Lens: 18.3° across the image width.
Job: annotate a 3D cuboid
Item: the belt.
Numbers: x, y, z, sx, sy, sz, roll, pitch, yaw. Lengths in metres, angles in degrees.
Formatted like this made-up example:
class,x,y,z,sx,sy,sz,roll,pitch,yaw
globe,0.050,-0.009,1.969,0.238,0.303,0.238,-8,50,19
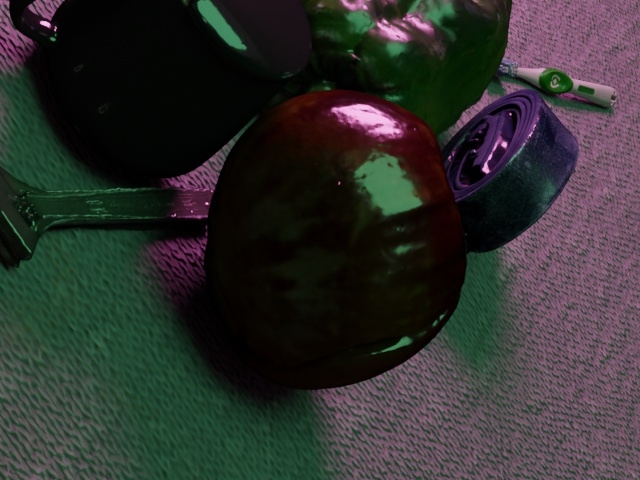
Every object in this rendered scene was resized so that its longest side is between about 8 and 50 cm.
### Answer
class,x,y,z,sx,sy,sz,roll,pitch,yaw
belt,0.175,-0.063,1.926,0.082,0.141,0.190,48,35,-18

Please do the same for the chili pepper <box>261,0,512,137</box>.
class,x,y,z,sx,sy,sz,roll,pitch,yaw
chili pepper,0.076,-0.197,1.863,0.213,0.167,0.385,59,30,-9

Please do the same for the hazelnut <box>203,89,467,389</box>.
class,x,y,z,sx,sy,sz,roll,pitch,yaw
hazelnut,0.000,0.000,1.575,0.218,0.218,0.233,-21,101,-59

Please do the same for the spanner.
class,x,y,z,sx,sy,sz,roll,pitch,yaw
spanner,-0.176,-0.027,1.499,0.325,0.026,0.093,-2,67,-58

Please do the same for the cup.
class,x,y,z,sx,sy,sz,roll,pitch,yaw
cup,-0.126,-0.158,1.524,0.223,0.177,0.169,26,46,-42

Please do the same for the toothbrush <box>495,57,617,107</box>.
class,x,y,z,sx,sy,sz,roll,pitch,yaw
toothbrush,0.267,-0.182,2.268,0.304,0.030,0.030,6,61,-56
